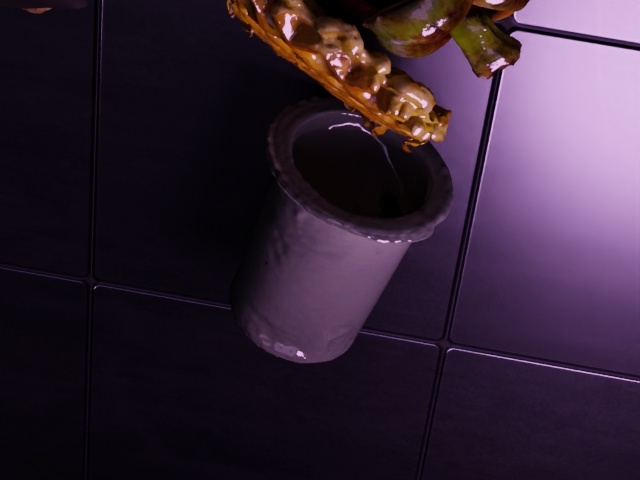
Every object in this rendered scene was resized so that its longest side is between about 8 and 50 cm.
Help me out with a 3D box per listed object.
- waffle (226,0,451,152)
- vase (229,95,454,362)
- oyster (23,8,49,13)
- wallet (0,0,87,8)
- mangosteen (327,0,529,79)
[{"bbox_3d":[0.017,-0.205,1.835,0.302,0.325,0.068,37,90,-6],"label":"waffle"},{"bbox_3d":[0.000,0.000,2.026,0.245,0.245,0.291,23,132,-6],"label":"vase"},{"bbox_3d":[-0.284,-0.390,1.892,0.129,0.078,0.345,44,124,-10],"label":"oyster"},{"bbox_3d":[-0.415,-0.365,1.789,0.197,0.051,0.377,6,157,23],"label":"wallet"},{"bbox_3d":[0.095,-0.351,1.683,0.330,0.330,0.330,5,126,7],"label":"mangosteen"}]
